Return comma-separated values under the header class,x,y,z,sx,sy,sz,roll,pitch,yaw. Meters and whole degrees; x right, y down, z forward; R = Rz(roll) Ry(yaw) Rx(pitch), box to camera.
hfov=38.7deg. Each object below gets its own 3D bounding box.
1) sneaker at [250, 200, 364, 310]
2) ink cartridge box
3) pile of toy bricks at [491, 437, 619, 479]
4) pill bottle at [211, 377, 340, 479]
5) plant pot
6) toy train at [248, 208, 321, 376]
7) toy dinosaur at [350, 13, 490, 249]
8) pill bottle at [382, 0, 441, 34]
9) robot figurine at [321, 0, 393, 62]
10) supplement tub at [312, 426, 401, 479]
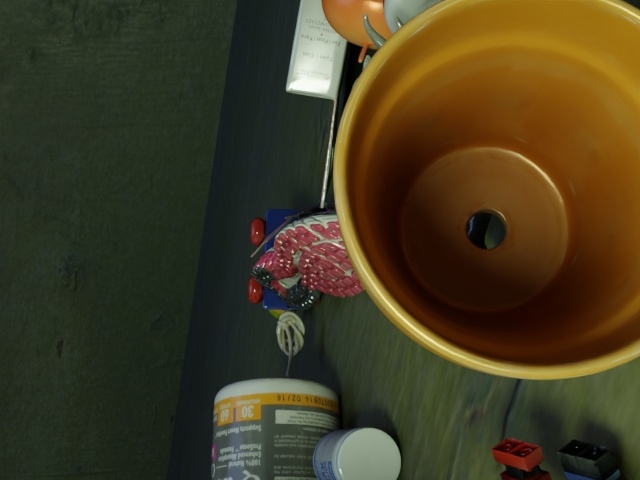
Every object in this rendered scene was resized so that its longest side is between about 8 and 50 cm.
class,x,y,z,sx,sy,sz,roll,pitch,yaw
sneaker,0.000,0.000,1.131,0.112,0.121,0.299,-57,13,-20
ink cartridge box,-0.001,-0.195,1.148,0.296,0.066,0.261,-78,-3,-78
pile of toy bricks,0.150,0.193,0.506,0.212,0.118,0.105,0,113,60
pill bottle,-0.054,0.319,1.112,0.162,0.162,0.278,122,150,-62
plant pot,0.111,-0.021,0.546,0.188,0.205,0.205,78,-165,-82
toy train,-0.055,0.090,1.355,0.143,0.105,0.248,104,167,-72
toy dinosaur,0.105,-0.069,0.760,0.313,0.121,0.160,-1,-77,-75
pill bottle,0.110,-0.275,0.749,0.124,0.124,0.221,126,148,-64
robot figurine,0.070,-0.288,0.913,0.158,0.128,0.219,33,117,59
supplement tub,0.037,0.234,0.966,0.107,0.071,0.071,136,138,-71
